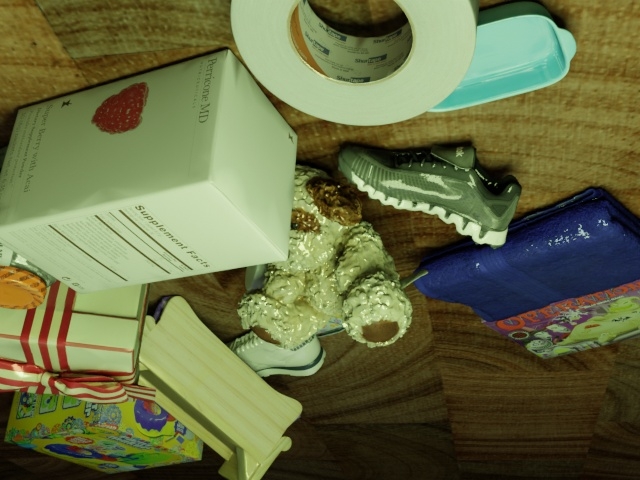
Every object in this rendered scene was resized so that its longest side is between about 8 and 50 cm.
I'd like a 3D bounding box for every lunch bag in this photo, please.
[{"bbox_3d":[0.011,0.135,1.447,0.071,0.053,0.083,-20,153,37],"label":"lunch bag"}]

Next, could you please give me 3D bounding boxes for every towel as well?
[{"bbox_3d":[0.314,0.028,1.210,0.308,0.076,0.228,-22,149,37],"label":"towel"}]

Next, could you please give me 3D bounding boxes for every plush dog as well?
[{"bbox_3d":[0.000,0.000,1.095,0.263,0.210,0.225,-6,126,39],"label":"plush dog"}]

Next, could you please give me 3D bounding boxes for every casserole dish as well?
[{"bbox_3d":[0.162,-0.189,0.863,0.189,0.036,0.114,-12,147,24],"label":"casserole dish"}]

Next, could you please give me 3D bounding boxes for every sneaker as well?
[{"bbox_3d":[-0.111,0.197,1.557,0.235,0.090,0.094,-11,133,19],"label":"sneaker"},{"bbox_3d":[0.139,-0.081,1.027,0.234,0.078,0.106,23,122,-4],"label":"sneaker"}]

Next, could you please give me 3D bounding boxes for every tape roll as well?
[{"bbox_3d":[0.033,-0.207,0.767,0.219,0.072,0.219,8,142,6],"label":"tape roll"}]

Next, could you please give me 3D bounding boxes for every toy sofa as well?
[{"bbox_3d":[-0.218,0.266,1.518,0.362,0.177,0.150,44,157,-18],"label":"toy sofa"}]

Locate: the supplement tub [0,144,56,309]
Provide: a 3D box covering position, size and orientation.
[{"bbox_3d":[-0.376,-0.017,1.069,0.117,0.190,0.117,2,150,1],"label":"supplement tub"}]

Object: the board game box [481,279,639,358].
[{"bbox_3d":[0.459,0.106,1.355,0.347,0.056,0.208,-22,138,38],"label":"board game box"}]

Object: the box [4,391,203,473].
[{"bbox_3d":[-0.435,0.352,1.758,0.279,0.176,0.290,-17,145,30],"label":"box"}]

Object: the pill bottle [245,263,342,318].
[{"bbox_3d":[-0.013,0.055,1.250,0.184,0.103,0.103,12,150,-16],"label":"pill bottle"}]

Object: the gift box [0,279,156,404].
[{"bbox_3d":[-0.355,0.108,1.225,0.255,0.258,0.276,6,150,-3],"label":"gift box"}]

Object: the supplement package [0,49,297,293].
[{"bbox_3d":[-0.196,-0.068,0.971,0.293,0.177,0.175,-10,148,22],"label":"supplement package"}]
